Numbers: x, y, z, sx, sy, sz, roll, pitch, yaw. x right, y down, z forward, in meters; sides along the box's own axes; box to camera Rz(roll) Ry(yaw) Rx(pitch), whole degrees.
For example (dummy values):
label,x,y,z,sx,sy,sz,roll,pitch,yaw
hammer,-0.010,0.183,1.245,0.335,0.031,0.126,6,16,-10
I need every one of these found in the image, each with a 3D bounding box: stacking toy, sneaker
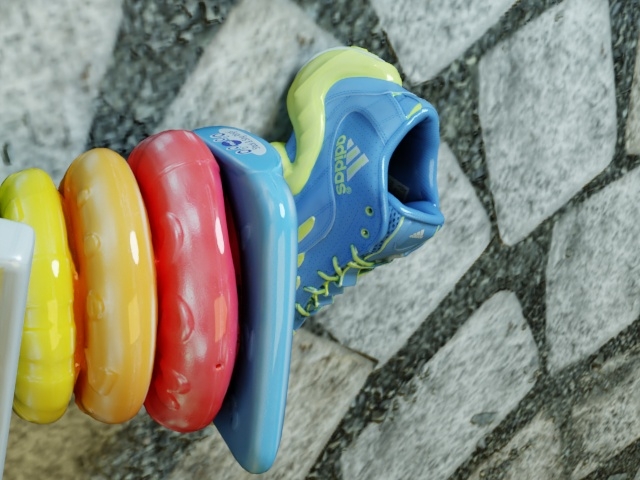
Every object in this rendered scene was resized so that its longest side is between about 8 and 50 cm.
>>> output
label,x,y,z,sx,sy,sz,roll,pitch,yaw
stacking toy,-0.170,0.028,0.435,0.301,0.175,0.166,-3,108,-23
sneaker,0.000,0.000,0.553,0.091,0.126,0.240,9,107,-42

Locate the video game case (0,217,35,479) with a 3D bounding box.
label,x,y,z,sx,sy,sz,roll,pitch,yaw
video game case,-0.232,0.060,0.351,0.206,0.026,0.227,11,131,-14
